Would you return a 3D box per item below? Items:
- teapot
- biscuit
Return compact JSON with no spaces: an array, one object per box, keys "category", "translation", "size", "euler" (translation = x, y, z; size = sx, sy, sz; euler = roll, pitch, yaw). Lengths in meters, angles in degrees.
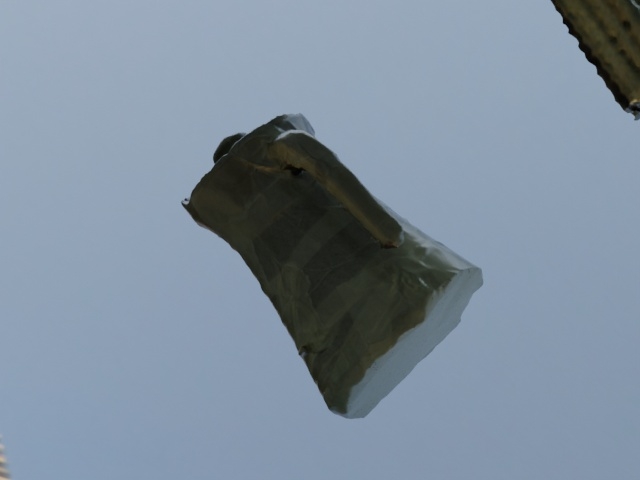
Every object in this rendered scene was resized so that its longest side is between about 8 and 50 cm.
[{"category":"teapot","translation":[0.000,0.000,0.485],"size":[0.057,0.067,0.083],"euler":[-35,-110,-28]},{"category":"biscuit","translation":[0.157,-0.115,0.774],"size":[0.040,0.199,0.121],"euler":[-43,-107,32]}]
